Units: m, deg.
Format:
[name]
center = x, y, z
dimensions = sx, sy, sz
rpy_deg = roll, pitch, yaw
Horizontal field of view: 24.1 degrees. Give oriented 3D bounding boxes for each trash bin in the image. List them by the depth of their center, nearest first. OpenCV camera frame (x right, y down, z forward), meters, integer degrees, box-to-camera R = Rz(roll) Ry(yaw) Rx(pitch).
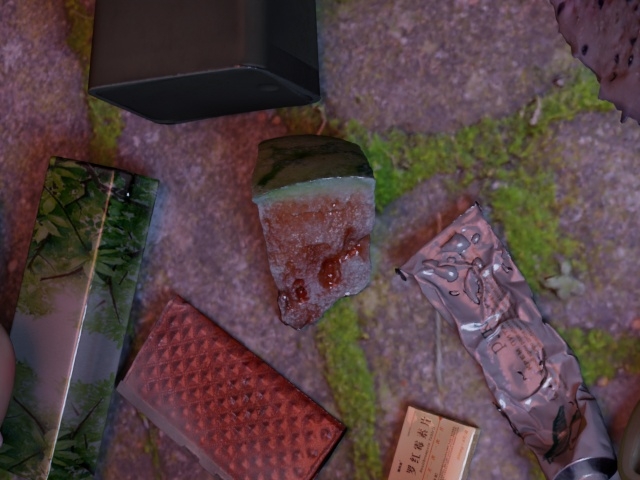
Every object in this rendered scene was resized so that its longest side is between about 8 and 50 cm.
[trash bin]
center = -0.091, -0.231, 1.231
dimensions = 0.164, 0.122, 0.241
rpy_deg = -4, 80, 27

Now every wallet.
[wallet]
center = -0.077, 0.138, 1.230
dimensions = 0.196, 0.020, 0.103
rpy_deg = 36, 101, 27

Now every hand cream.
[hand cream]
center = 0.150, 0.095, 1.102
dimensions = 0.084, 0.050, 0.257
rpy_deg = -39, 62, 16

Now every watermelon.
[watermelon]
center = -0.002, -0.010, 1.165
dimensions = 0.097, 0.121, 0.158
rpy_deg = -2, 87, 6

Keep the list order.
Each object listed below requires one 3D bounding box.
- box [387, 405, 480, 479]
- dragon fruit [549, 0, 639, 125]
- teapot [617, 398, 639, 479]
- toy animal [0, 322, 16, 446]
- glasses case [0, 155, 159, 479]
[box]
center = 0.082, 0.178, 1.144
dimensions = 0.058, 0.015, 0.093
rpy_deg = 17, 91, 27
[dragon fruit]
center = 0.293, -0.213, 0.992
dimensions = 0.221, 0.204, 0.283
rpy_deg = 41, 122, 54
[teapot]
center = 0.263, 0.144, 1.011
dimensions = 0.092, 0.124, 0.091
rpy_deg = 31, 72, -1
[toy animal]
center = -0.395, 0.121, 1.259
dimensions = 0.326, 0.269, 0.237
rpy_deg = 15, 62, 30
[glasses case]
center = -0.212, 0.070, 1.286
dimensions = 0.095, 0.062, 0.272
rpy_deg = 13, 89, 41
